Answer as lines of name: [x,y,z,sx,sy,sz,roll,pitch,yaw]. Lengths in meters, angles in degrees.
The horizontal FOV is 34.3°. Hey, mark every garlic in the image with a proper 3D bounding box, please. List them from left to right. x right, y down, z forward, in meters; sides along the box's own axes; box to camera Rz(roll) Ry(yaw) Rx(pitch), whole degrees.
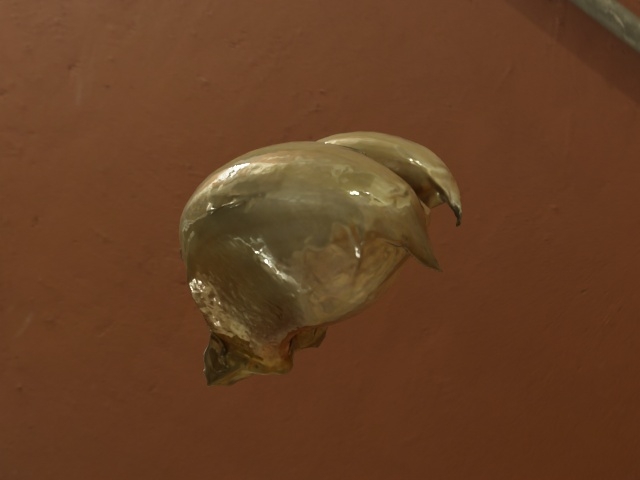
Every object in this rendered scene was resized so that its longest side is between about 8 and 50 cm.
garlic: [0.000,0.000,1.031,0.313,0.286,0.249,-53,-133,45]
